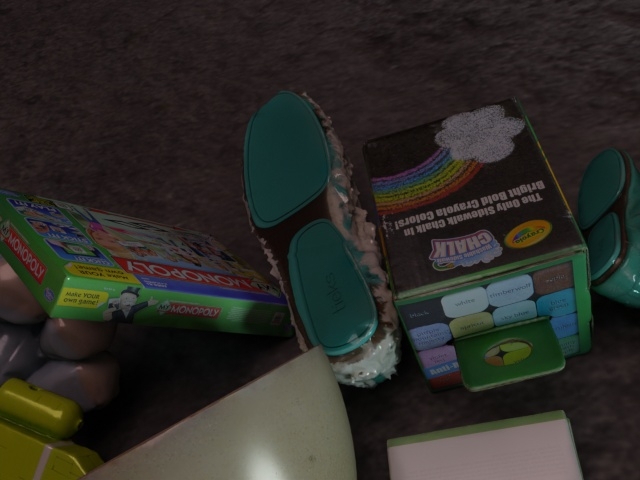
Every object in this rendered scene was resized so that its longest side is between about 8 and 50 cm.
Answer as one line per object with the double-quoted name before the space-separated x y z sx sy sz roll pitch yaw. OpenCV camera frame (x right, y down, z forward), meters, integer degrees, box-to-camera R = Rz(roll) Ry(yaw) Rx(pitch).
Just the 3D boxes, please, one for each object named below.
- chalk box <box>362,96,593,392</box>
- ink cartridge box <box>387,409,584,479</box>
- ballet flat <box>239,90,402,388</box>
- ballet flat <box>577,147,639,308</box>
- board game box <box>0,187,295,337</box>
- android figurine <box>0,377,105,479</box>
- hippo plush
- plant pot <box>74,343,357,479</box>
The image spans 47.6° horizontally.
"chalk box" 0.164 0.029 0.743 0.180 0.179 0.289 -15 48 10
"ink cartridge box" 0.152 0.273 0.620 0.171 0.056 0.235 -13 51 14
"ballet flat" 0.000 0.000 0.865 0.147 0.147 0.409 -20 53 6
"ballet flat" 0.324 -0.010 0.768 0.087 0.083 0.247 33 37 -5
"board game box" -0.194 0.030 0.821 0.213 0.317 0.046 33 102 40
"android figurine" -0.324 0.278 0.757 0.273 0.056 0.248 15 84 17
"hippo plush" -0.345 0.105 0.909 0.234 0.294 0.236 10 25 -4
"plant pot" -0.078 0.241 0.634 0.284 0.284 0.191 -29 84 -2
